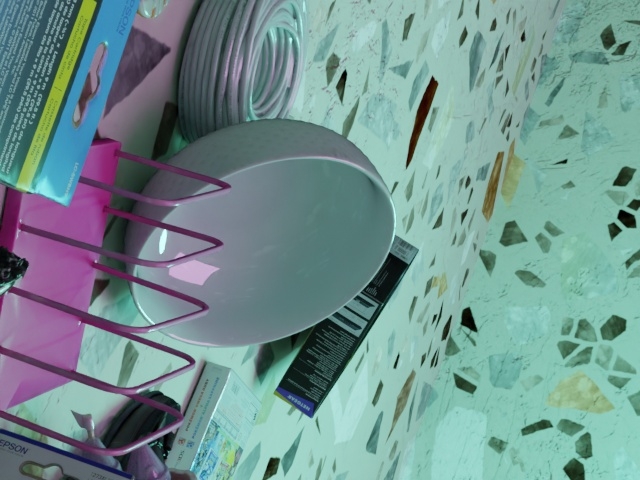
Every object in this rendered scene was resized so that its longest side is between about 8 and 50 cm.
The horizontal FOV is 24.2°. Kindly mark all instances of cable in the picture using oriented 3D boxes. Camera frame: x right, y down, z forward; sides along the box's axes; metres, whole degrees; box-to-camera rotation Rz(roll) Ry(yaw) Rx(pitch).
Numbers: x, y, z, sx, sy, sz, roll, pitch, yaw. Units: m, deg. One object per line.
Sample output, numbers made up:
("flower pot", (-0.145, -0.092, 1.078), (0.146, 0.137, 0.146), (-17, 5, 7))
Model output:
("cable", (-0.093, -0.227, 1.907), (0.257, 0.089, 0.257), (83, 28, -51))

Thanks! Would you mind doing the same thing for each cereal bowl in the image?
("cereal bowl", (-0.085, -0.026, 1.844), (0.339, 0.338, 0.141), (86, -14, -49))

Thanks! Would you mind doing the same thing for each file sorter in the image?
("file sorter", (-0.226, 0.059, 1.603), (0.202, 0.182, 0.291), (-20, 125, -68))

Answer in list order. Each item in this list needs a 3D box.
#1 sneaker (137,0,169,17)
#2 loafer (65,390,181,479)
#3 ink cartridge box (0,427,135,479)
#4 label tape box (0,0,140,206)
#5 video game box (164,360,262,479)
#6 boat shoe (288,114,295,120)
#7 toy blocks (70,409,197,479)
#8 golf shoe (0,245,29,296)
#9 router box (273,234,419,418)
("sneaker", (-0.178, -0.312, 1.583), (0.215, 0.083, 0.084), (-59, 158, -52))
("loafer", (-0.246, 0.306, 1.917), (0.302, 0.095, 0.109), (-49, 151, -53))
("ink cartridge box", (-0.349, 0.371, 1.525), (0.069, 0.175, 0.371), (84, 28, -48))
("label tape box", (-0.293, -0.181, 1.299), (0.333, 0.105, 0.241), (34, 74, -73))
("video game box", (-0.162, 0.300, 2.254), (0.205, 0.048, 0.187), (63, 45, -66))
("boat shoe", (-0.103, -0.058, 2.047), (0.095, 0.079, 0.255), (5, 99, -70))
("toy blocks", (-0.181, 0.346, 1.654), (0.309, 0.288, 0.260), (-28, 121, -42))
("golf shoe", (-0.357, 0.064, 1.412), (0.198, 0.077, 0.094), (-33, 149, -54))
("router box", (0.048, 0.133, 2.518), (0.243, 0.081, 0.309), (-59, 176, 21))
